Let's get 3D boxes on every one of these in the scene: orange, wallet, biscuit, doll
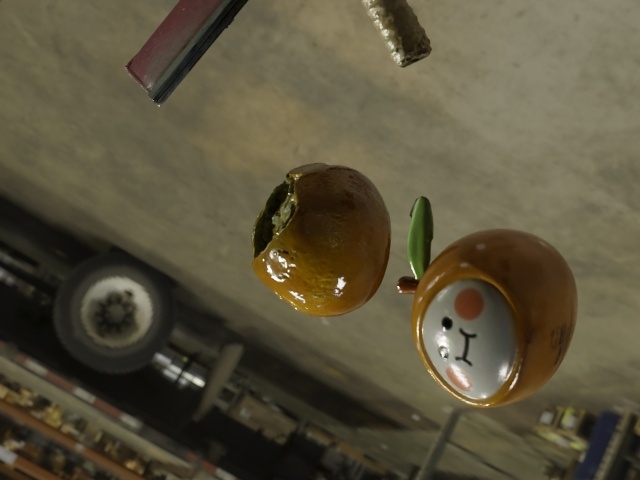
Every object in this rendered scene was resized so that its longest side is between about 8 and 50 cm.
[{"bbox_3d":[0.000,0.000,1.053,0.134,0.154,0.154,0,167,-10],"label":"orange"},{"bbox_3d":[-0.125,-0.258,1.170,0.025,0.232,0.119,38,-175,-36],"label":"wallet"},{"bbox_3d":[0.070,-0.322,1.339,0.219,0.061,0.055,62,151,-3],"label":"biscuit"},{"bbox_3d":[0.184,0.077,1.269,0.236,0.213,0.213,25,164,34],"label":"doll"}]
